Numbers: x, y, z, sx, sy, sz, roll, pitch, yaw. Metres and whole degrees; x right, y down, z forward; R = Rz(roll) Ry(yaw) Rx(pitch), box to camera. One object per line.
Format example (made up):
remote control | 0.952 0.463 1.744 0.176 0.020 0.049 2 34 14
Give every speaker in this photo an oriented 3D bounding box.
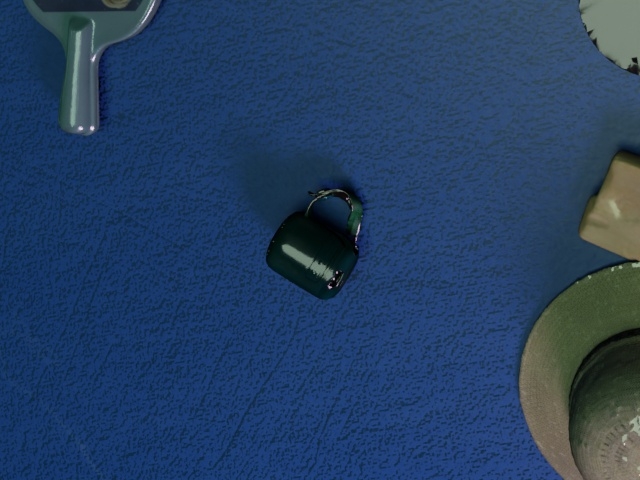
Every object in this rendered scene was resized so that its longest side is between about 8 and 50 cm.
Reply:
speaker | 0.001 -0.001 1.313 0.075 0.060 0.094 32 82 5

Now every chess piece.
chess piece | 0.311 -0.002 1.190 0.200 0.090 0.090 23 117 22

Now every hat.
hat | 0.282 0.158 1.229 0.257 0.130 0.257 6 113 16

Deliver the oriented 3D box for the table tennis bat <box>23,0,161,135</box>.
table tennis bat | -0.210 -0.209 1.310 0.149 0.038 0.237 13 111 13

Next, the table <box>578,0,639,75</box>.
table | 0.270 -0.194 1.142 0.133 0.043 0.134 7 112 17
